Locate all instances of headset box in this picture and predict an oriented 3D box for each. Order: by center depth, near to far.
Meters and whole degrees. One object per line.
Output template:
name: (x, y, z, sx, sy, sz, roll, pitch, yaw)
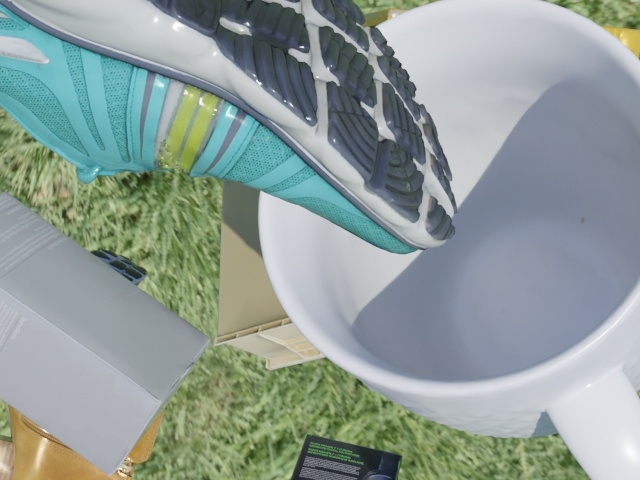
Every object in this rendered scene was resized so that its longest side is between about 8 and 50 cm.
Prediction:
headset box: (0.006, 0.419, 1.229, 0.131, 0.283, 0.246, 11, 118, 7)

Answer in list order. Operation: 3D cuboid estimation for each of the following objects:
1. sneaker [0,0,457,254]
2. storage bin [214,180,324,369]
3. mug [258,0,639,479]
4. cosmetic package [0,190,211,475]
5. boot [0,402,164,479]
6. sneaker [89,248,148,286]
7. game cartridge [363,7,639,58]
sneaker: (-0.060, -0.070, 0.416, 0.275, 0.107, 0.110, 28, 132, -22)
storage bin: (0.000, 0.000, 1.251, 0.123, 0.260, 0.262, 28, 53, -47)
mug: (0.163, 0.054, 0.744, 0.276, 0.328, 0.374, -33, 62, 9)
cosmetic package: (-0.228, 0.076, 0.855, 0.238, 0.127, 0.107, 39, 115, 1)
boot: (-0.276, 0.157, 1.123, 0.211, 0.104, 0.295, 16, 86, -16)
sneaker: (-0.257, 0.064, 1.111, 0.068, 0.170, 0.071, 30, 119, 10)
game cartridge: (0.219, -0.270, 1.335, 0.324, 0.285, 0.052, 4, 100, -8)
